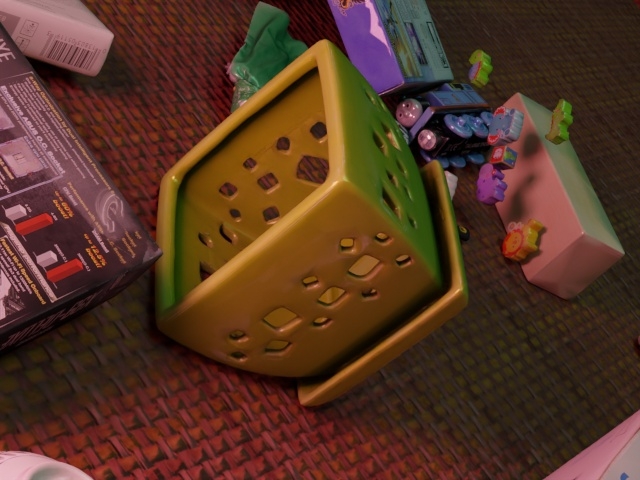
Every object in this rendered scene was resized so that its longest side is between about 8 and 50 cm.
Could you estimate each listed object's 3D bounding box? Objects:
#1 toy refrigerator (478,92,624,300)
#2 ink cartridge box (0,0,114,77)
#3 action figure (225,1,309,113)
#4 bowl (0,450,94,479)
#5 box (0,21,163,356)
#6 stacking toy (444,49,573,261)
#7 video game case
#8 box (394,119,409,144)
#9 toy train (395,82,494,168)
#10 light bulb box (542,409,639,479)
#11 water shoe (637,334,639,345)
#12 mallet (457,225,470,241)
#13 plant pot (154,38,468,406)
[{"bbox_3d":[0.295,-0.059,1.965,0.094,0.102,0.270,25,33,-36],"label":"toy refrigerator"},{"bbox_3d":[-0.323,-0.249,1.426,0.181,0.056,0.224,13,23,-47],"label":"ink cartridge box"},{"bbox_3d":[-0.059,-0.183,1.672,0.137,0.063,0.232,45,23,-6],"label":"action figure"},{"bbox_3d":[-0.182,0.194,0.963,0.170,0.080,0.170,35,29,-23],"label":"bowl"},{"bbox_3d":[-0.289,-0.062,1.110,0.307,0.076,0.242,54,33,3],"label":"box"},{"bbox_3d":[0.221,-0.106,1.859,0.167,0.052,0.221,28,71,-31],"label":"stacking toy"},{"bbox_3d":[0.070,-0.317,1.918,0.270,0.061,0.244,69,20,1],"label":"video game case"},{"bbox_3d":[0.062,-0.119,1.797,0.094,0.027,0.137,36,29,-17],"label":"box"},{"bbox_3d":[0.164,-0.150,1.936,0.105,0.080,0.184,47,29,20],"label":"toy train"},{"bbox_3d":[0.278,0.369,1.219,0.361,0.225,0.358,51,27,7],"label":"light bulb box"},{"bbox_3d":[0.496,0.190,1.950,0.203,0.080,0.073,28,17,22],"label":"water shoe"},{"bbox_3d":[0.113,-0.036,1.753,0.189,0.039,0.062,12,45,-54],"label":"mallet"},{"bbox_3d":[0.000,0.000,1.342,0.207,0.228,0.227,39,27,-30],"label":"plant pot"}]
